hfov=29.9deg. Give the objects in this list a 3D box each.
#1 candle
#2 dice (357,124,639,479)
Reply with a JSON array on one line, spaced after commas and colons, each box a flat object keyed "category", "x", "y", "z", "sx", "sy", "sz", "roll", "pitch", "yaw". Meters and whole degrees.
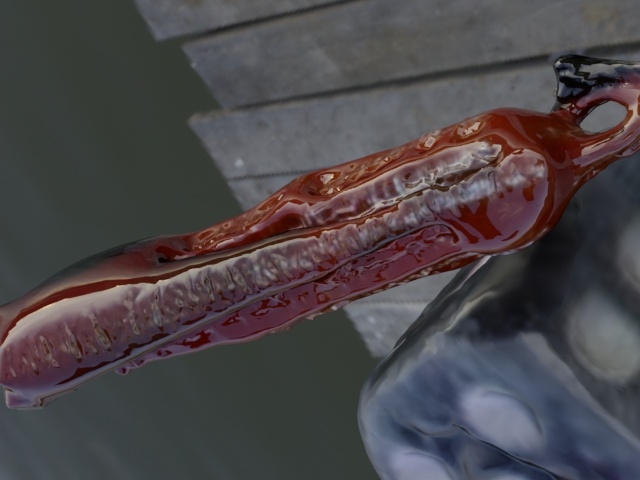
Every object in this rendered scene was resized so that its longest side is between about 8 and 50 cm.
[{"category": "candle", "x": 0.000, "y": 0.000, "z": 0.445, "sx": 0.301, "sy": 0.084, "sz": 0.059, "roll": -22, "pitch": 94, "yaw": 25}, {"category": "dice", "x": 0.141, "y": 0.067, "z": 0.585, "sx": 0.181, "sy": 0.182, "sz": 0.183, "roll": 41, "pitch": 144, "yaw": 3}]
